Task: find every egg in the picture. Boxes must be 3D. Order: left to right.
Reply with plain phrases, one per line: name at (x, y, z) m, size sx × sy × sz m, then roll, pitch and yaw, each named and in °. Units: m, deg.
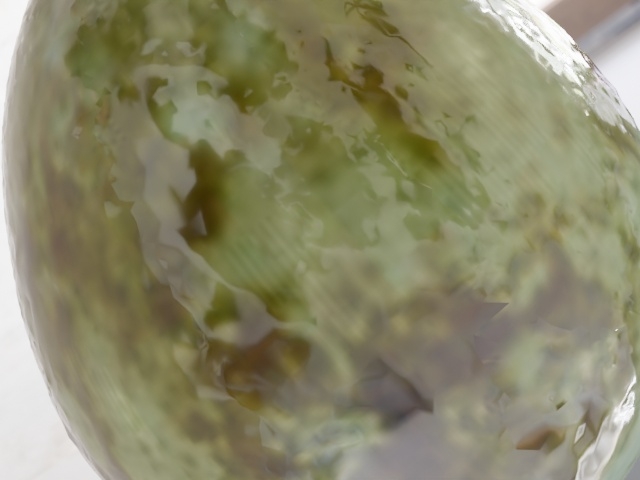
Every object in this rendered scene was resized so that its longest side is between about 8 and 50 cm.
egg at (0.000, 0.000, 0.692) m, size 0.289 × 0.238 × 0.238 m, roll 49°, pitch 34°, yaw -10°
